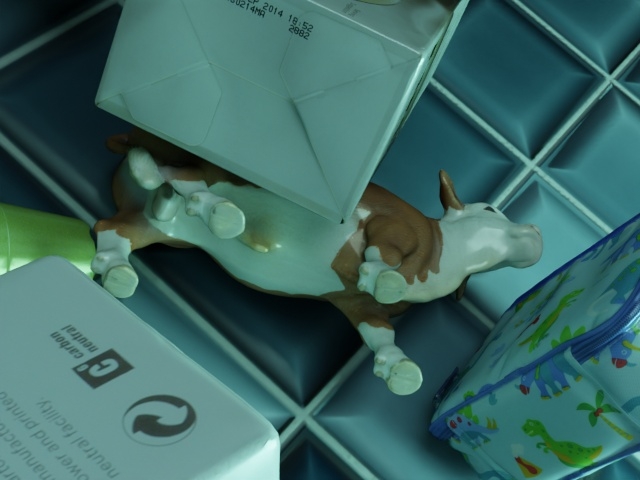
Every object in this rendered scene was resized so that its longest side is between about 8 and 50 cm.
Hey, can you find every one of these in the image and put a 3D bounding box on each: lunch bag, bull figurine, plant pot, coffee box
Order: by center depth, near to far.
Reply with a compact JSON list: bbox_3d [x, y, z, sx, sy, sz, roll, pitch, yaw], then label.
[{"bbox_3d":[-0.184,0.011,0.632,0.079,0.083,0.083,4,56,-37],"label":"plant pot"},{"bbox_3d":[0.177,0.065,0.656,0.090,0.219,0.176,46,53,2],"label":"lunch bag"},{"bbox_3d":[0.000,0.000,0.681,0.311,0.101,0.188,15,21,-5],"label":"bull figurine"},{"bbox_3d":[-0.003,-0.143,0.701,0.168,0.118,0.297,26,26,4],"label":"coffee box"}]

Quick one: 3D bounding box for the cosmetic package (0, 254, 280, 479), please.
[{"bbox_3d":[-0.231,0.211,0.352,0.453,0.230,0.161,-27,44,-35],"label":"cosmetic package"}]
